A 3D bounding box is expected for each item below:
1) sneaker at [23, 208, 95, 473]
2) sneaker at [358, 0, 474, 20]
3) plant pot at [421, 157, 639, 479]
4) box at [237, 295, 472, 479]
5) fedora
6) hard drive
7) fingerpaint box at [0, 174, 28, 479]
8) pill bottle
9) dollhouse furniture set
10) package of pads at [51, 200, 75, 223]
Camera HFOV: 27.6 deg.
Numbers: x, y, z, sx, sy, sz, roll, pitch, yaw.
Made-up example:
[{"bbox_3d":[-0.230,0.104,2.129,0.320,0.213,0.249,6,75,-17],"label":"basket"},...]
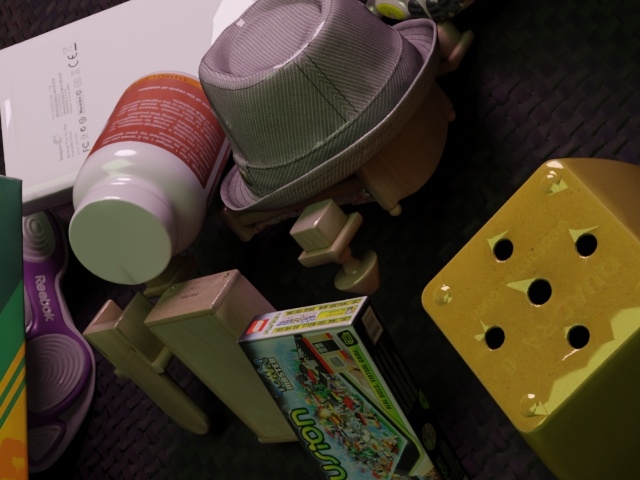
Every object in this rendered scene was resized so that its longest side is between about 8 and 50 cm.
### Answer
[{"bbox_3d":[-0.323,0.111,1.416,0.152,0.114,0.305,-40,51,49],"label":"sneaker"},{"bbox_3d":[0.073,-0.269,1.248,0.110,0.107,0.275,-41,36,-24],"label":"sneaker"},{"bbox_3d":[0.201,0.060,0.941,0.212,0.187,0.212,-47,50,14],"label":"plant pot"},{"bbox_3d":[0.032,0.142,1.046,0.114,0.207,0.036,-12,29,35],"label":"box"},{"bbox_3d":[-0.022,-0.145,1.134,0.244,0.124,0.275,-39,22,5],"label":"fedora"},{"bbox_3d":[-0.193,-0.163,1.375,0.308,0.040,0.203,-18,63,11],"label":"hard drive"},{"bbox_3d":[-0.444,0.180,1.330,0.445,0.163,0.371,-37,53,49],"label":"fingerpaint box"},{"bbox_3d":[-0.156,-0.058,1.197,0.121,0.121,0.216,-31,24,26],"label":"pill bottle"},{"bbox_3d":[0.000,0.000,1.226,0.303,0.174,0.355,-15,34,48],"label":"dollhouse furniture set"},{"bbox_3d":[-0.260,-0.040,1.418,0.032,0.083,0.050,-15,64,18],"label":"package of pads"}]
